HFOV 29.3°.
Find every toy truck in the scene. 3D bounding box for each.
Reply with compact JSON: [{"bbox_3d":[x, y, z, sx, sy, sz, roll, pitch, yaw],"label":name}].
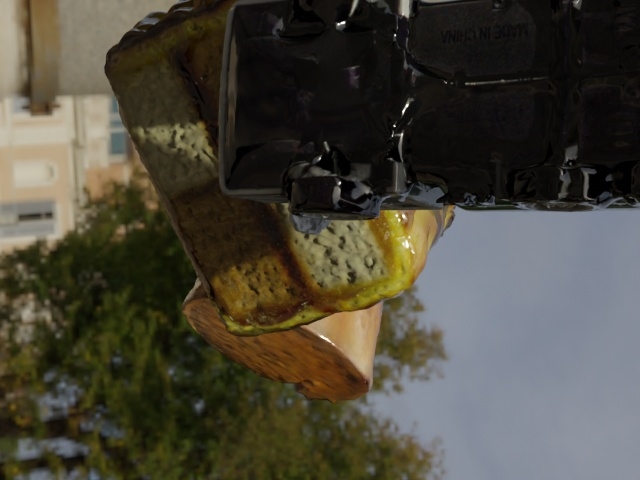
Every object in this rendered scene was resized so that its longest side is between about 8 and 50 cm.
[{"bbox_3d":[0.086,-0.055,0.479,0.242,0.125,0.101,0,-94,28],"label":"toy truck"}]

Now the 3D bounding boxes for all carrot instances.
[{"bbox_3d":[0.000,0.000,1.158,0.254,0.196,0.196,-69,-169,-23],"label":"carrot"}]

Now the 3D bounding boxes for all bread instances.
[{"bbox_3d":[-0.021,-0.055,0.745,0.181,0.096,0.222,-12,-68,29],"label":"bread"}]
